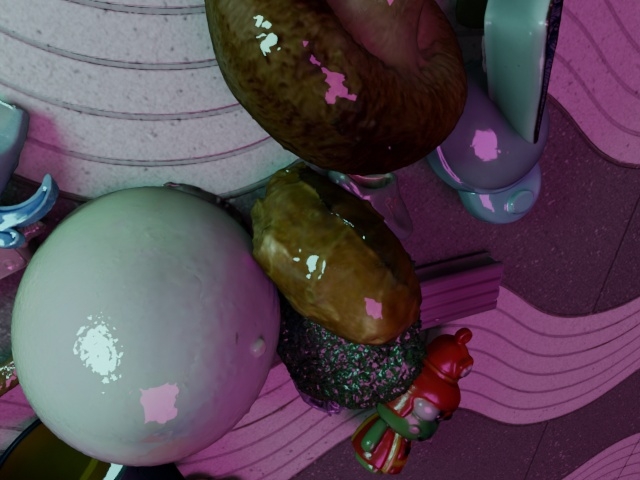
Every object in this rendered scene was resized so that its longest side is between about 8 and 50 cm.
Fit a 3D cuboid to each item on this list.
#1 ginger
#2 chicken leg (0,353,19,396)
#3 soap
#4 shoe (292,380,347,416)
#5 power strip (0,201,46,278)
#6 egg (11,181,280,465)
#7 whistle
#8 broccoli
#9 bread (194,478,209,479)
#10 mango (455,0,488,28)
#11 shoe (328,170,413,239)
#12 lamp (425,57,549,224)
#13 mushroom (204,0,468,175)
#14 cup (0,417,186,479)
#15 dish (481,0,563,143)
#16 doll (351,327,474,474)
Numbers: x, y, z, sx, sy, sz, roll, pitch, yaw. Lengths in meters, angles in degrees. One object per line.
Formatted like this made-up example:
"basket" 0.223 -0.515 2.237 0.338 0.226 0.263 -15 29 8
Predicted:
"ginger" 0.000 0.000 0.613 0.172 0.321 0.165 4 131 -43
"chicken leg" -0.520 0.227 0.678 0.196 0.125 0.080 -13 160 -12
"soap" 0.265 0.103 0.931 0.203 0.065 0.122 -12 121 -14
"shoe" 0.024 0.294 0.906 0.095 0.137 0.245 -40 124 9
"power strip" -0.529 0.046 0.607 0.338 0.058 0.098 -27 122 -5
"egg" -0.216 0.134 0.608 0.355 0.340 0.354 -8 119 -15
"whistle" -0.425 -0.044 0.536 0.180 0.093 0.269 21 76 -3
"broccoli" 0.063 0.138 0.776 0.297 0.297 0.297 18 111 -51
"bread" -0.289 0.656 1.039 0.316 0.054 0.315 -10 121 -17
"mango" 0.289 -0.387 0.603 0.156 0.114 0.251 -28 164 -40
"shoe" 0.102 -0.075 0.762 0.195 0.079 0.078 31 117 -26
"lamp" 0.275 -0.158 0.742 0.209 0.147 0.284 -29 125 -9
"mushroom" 0.074 -0.254 0.514 0.356 0.334 0.331 -18 149 27
"cup" -0.394 0.462 0.782 0.308 0.242 0.292 -24 125 -10
"dish" 0.252 -0.257 0.571 0.243 0.080 0.181 40 63 -61
"doll" 0.204 0.330 0.978 0.183 0.160 0.363 29 103 -45
